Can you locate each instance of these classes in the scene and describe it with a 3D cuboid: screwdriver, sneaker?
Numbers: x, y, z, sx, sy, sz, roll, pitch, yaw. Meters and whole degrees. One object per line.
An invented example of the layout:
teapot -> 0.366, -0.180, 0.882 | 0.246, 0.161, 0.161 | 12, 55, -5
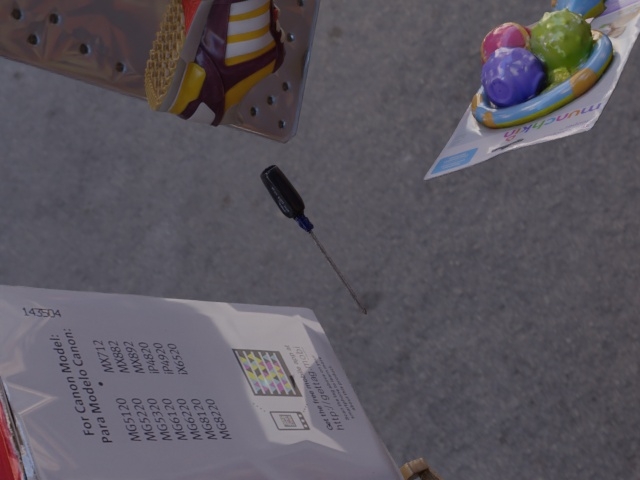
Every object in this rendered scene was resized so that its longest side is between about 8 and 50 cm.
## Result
screwdriver -> 0.000, 0.000, 1.074 | 0.025, 0.170, 0.024 | -37, 15, 8
sneaker -> -0.055, -0.164, 0.809 | 0.185, 0.084, 0.069 | -59, 37, 29

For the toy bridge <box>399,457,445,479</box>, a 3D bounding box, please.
toy bridge -> 0.159, 0.321, 1.279 | 0.188, 0.063, 0.026 | 54, 127, 24

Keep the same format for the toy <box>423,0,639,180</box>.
toy -> 0.163, -0.143, 0.865 | 0.137, 0.056, 0.237 | -17, 23, 39

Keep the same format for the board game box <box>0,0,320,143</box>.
board game box -> -0.151, -0.329, 1.176 | 0.050, 0.390, 0.390 | 6, 84, 47

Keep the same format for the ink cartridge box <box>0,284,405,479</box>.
ink cartridge box -> -0.158, 0.172, 0.586 | 0.309, 0.272, 0.130 | -54, 48, 29
